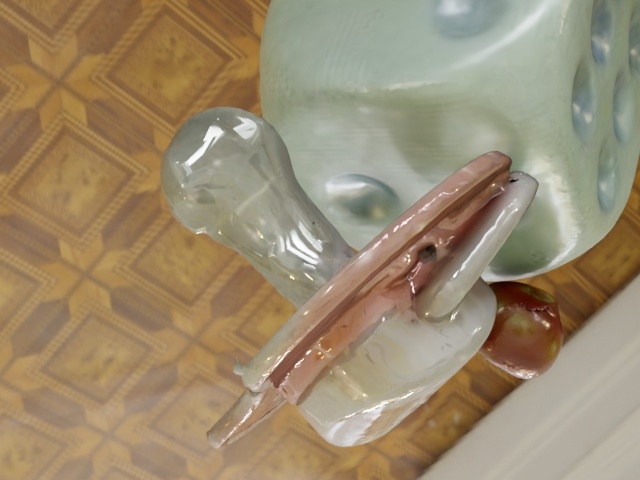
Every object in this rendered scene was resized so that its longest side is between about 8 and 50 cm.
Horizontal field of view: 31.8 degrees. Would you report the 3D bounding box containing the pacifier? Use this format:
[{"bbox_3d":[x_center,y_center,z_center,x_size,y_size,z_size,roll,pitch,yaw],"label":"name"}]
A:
[{"bbox_3d":[0.008,0.031,0.781,0.273,0.221,0.332,15,153,-7],"label":"pacifier"}]

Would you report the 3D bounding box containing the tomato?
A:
[{"bbox_3d":[0.163,0.071,0.942,0.087,0.087,0.075,27,101,-31],"label":"tomato"}]

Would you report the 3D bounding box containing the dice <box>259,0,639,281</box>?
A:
[{"bbox_3d":[0.123,-0.139,0.963,0.265,0.262,0.268,58,45,-46],"label":"dice"}]
